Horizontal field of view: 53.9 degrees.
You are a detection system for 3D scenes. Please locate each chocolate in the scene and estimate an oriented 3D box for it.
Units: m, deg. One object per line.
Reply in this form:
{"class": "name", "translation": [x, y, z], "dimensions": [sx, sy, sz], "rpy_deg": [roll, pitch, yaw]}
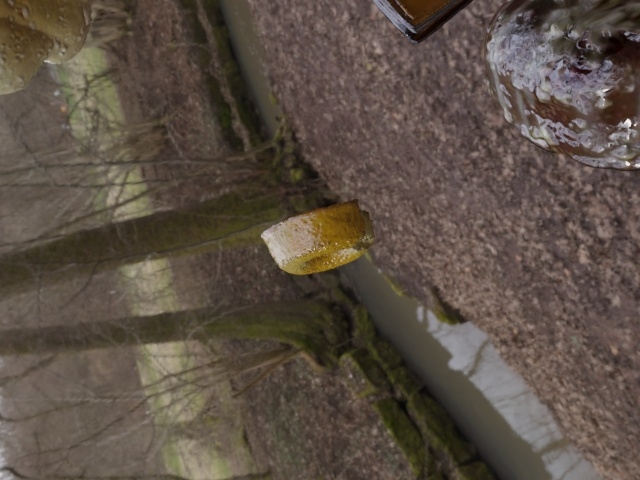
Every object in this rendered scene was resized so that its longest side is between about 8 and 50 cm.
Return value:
{"class": "chocolate", "translation": [0.378, -0.269, 0.928], "dimensions": [0.210, 0.225, 0.340], "rpy_deg": [43, -174, -45]}

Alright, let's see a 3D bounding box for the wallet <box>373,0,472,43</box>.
{"class": "wallet", "translation": [0.080, -0.297, 0.579], "dimensions": [0.195, 0.161, 0.042], "rpy_deg": [51, 164, 0]}

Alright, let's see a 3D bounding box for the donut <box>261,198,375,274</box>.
{"class": "donut", "translation": [0.000, 0.000, 0.543], "dimensions": [0.108, 0.097, 0.043], "rpy_deg": [18, -126, -70]}

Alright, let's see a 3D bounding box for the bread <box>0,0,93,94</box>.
{"class": "bread", "translation": [-0.316, -0.305, 0.627], "dimensions": [0.316, 0.054, 0.315], "rpy_deg": [12, -90, -73]}
